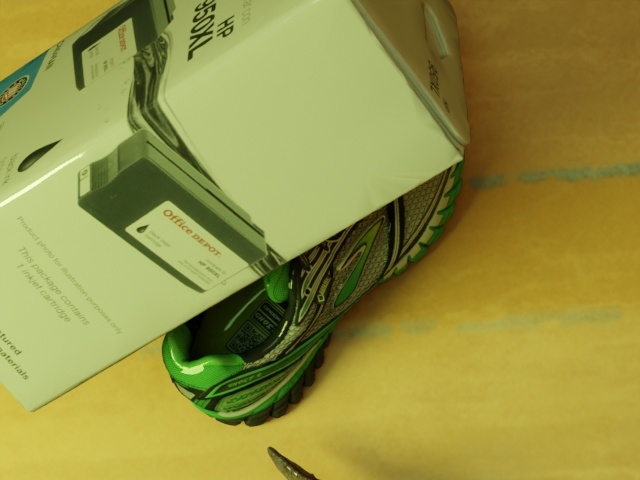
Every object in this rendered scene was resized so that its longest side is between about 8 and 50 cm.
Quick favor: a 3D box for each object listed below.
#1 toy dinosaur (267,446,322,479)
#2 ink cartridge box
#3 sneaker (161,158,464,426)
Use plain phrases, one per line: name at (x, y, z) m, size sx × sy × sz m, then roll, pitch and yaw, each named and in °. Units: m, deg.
toy dinosaur at (0.017, 0.284, 1.144) m, size 0.127 × 0.200 × 0.296 m, roll -15°, pitch 73°, yaw 11°
ink cartridge box at (-0.098, -0.089, 1.172) m, size 0.395 × 0.285 × 0.166 m, roll -30°, pitch 116°, yaw 17°
sneaker at (0.000, 0.000, 1.245) m, size 0.134 × 0.146 × 0.343 m, roll 32°, pitch 86°, yaw 19°
